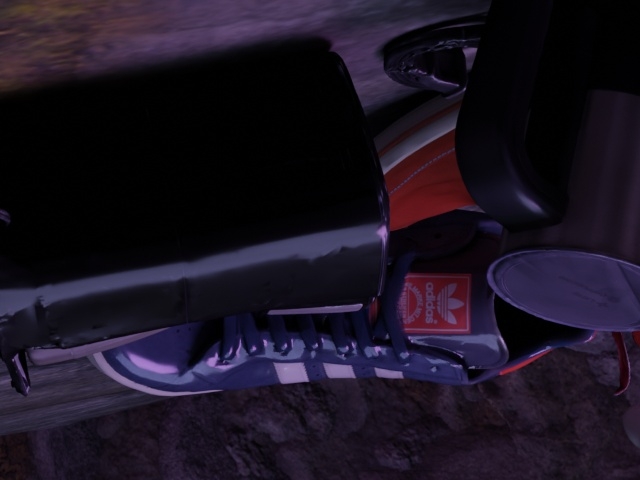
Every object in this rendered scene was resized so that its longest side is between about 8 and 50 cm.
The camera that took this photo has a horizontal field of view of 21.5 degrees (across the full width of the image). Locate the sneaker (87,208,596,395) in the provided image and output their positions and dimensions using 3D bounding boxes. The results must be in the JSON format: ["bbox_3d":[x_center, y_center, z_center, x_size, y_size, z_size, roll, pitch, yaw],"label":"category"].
[{"bbox_3d":[0.027,0.033,1.034,0.350,0.131,0.148,-6,-170,-34],"label":"sneaker"}]

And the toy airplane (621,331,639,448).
[{"bbox_3d":[0.346,0.047,0.927,0.384,0.272,0.386,-22,-157,19],"label":"toy airplane"}]

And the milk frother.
[{"bbox_3d":[0.093,-0.038,0.752,0.129,0.135,0.143,23,155,-20],"label":"milk frother"}]

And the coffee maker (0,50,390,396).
[{"bbox_3d":[-0.062,-0.012,0.740,0.178,0.120,0.171,-13,172,-8],"label":"coffee maker"}]

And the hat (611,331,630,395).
[{"bbox_3d":[0.285,0.041,1.520,0.173,0.184,0.208,-17,172,29],"label":"hat"}]

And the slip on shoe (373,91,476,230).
[{"bbox_3d":[0.150,-0.050,0.906,0.331,0.101,0.123,-16,174,33],"label":"slip on shoe"}]
